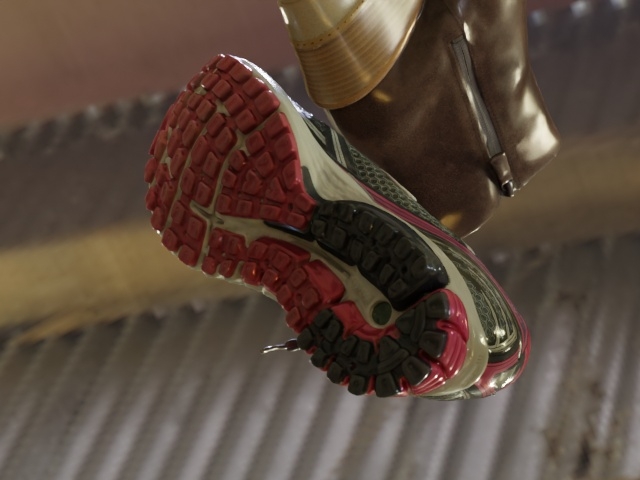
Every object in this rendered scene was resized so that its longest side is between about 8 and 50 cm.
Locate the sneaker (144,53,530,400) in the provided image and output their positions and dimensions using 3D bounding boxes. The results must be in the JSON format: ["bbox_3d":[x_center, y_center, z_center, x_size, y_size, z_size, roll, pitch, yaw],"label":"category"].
[{"bbox_3d":[0.000,0.000,1.168,0.299,0.112,0.121,47,-70,36],"label":"sneaker"}]

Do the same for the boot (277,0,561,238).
[{"bbox_3d":[0.101,-0.141,1.229,0.248,0.207,0.090,-43,-147,-13],"label":"boot"}]
